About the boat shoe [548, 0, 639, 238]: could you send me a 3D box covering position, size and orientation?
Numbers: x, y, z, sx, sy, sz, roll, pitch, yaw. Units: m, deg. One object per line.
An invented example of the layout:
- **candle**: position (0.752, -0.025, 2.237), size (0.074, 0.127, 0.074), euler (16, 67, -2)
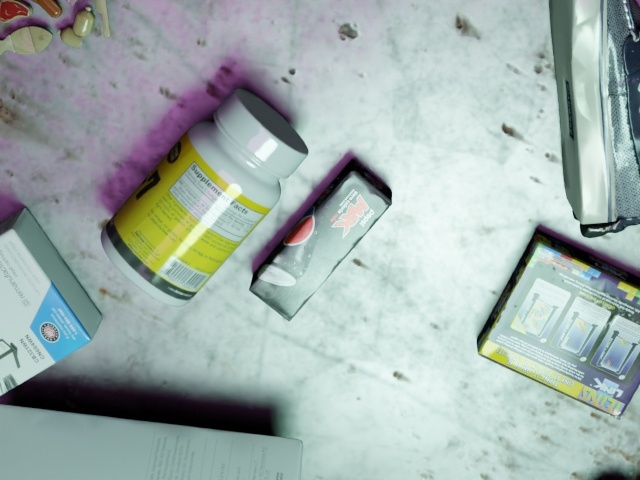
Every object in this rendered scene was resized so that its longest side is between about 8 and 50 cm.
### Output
- **boat shoe**: position (0.317, -0.175, 1.792), size (0.158, 0.127, 0.340), euler (-8, 114, -2)

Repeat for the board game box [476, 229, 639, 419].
- **board game box**: position (0.269, 0.089, 1.901), size (0.170, 0.048, 0.141), euler (26, 108, -6)

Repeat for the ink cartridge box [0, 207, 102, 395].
- **ink cartridge box**: position (-0.355, 0.085, 1.903), size (0.203, 0.086, 0.148), euler (-32, 104, 10)

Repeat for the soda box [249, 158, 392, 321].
- **soda box**: position (0.000, 0.000, 1.881), size (0.060, 0.053, 0.169), euler (38, 104, -9)

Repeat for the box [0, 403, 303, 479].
- **box**: position (-0.201, 0.316, 1.888), size (0.345, 0.168, 0.215), euler (7, 132, -1)

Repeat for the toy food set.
- **toy food set**: position (-0.272, -0.230, 1.841), size (0.122, 0.019, 0.078), euler (-3, 106, 11)

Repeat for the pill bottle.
- **pill bottle**: position (-0.115, -0.044, 1.838), size (0.119, 0.119, 0.208), euler (40, 104, -9)
